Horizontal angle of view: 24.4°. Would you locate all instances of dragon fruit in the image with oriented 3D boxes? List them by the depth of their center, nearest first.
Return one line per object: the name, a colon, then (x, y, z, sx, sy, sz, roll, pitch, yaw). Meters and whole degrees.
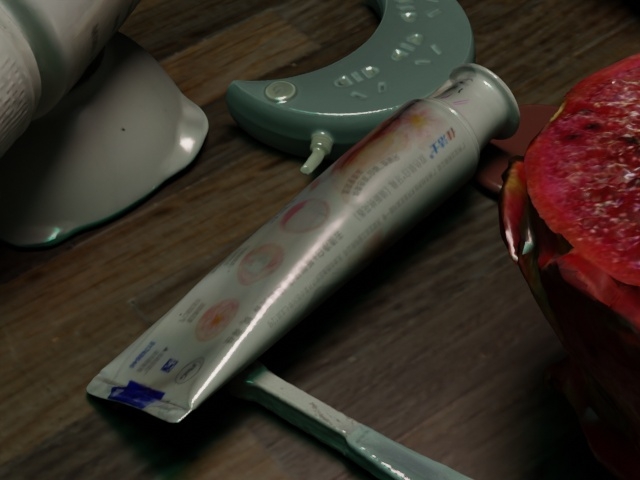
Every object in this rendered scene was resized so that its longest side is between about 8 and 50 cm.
dragon fruit: (0.288, 0.035, 0.737, 0.386, 0.249, 0.371, -19, 31, -21)

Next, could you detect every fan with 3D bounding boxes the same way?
fan: (0.064, 0.131, 0.800, 0.282, 0.023, 0.057, 30, 57, 26)

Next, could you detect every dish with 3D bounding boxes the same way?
dish: (-0.191, -0.107, 1.009, 0.224, 0.078, 0.246, -4, 45, 0)

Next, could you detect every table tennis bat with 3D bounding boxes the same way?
table tennis bat: (0.149, -0.043, 0.973, 0.098, 0.019, 0.154, -10, 43, -6)

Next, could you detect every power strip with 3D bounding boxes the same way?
power strip: (0.029, -0.114, 1.030, 0.137, 0.044, 0.216, 24, 50, 23)

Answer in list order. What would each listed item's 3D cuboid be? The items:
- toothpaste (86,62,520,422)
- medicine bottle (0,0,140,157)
toothpaste: (0.000, 0.000, 0.900, 0.323, 0.066, 0.100, -40, 30, -28)
medicine bottle: (-0.194, -0.150, 0.897, 0.144, 0.144, 0.252, 13, 46, 15)
